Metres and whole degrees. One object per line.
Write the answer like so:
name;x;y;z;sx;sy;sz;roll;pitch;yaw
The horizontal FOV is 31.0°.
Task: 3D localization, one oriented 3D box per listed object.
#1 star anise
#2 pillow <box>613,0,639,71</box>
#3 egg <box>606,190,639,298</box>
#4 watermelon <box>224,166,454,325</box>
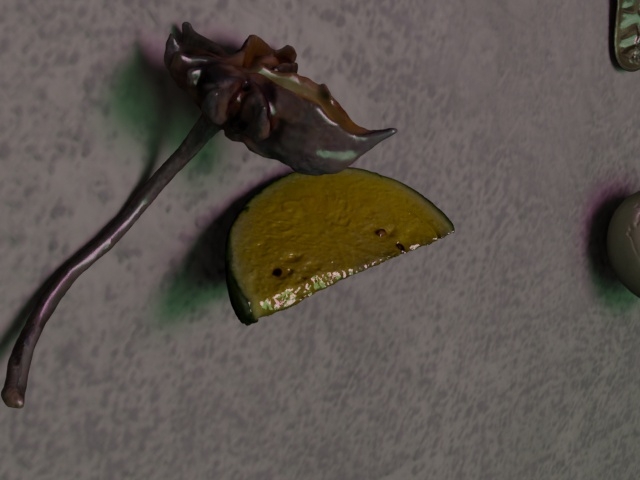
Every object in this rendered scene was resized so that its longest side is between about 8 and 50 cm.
star anise;-0.082;-0.013;0.708;0.227;0.148;0.218;-55;177;19
pillow;0.361;-0.243;1.124;0.217;0.033;0.130;-18;117;-31
egg;0.341;0.006;1.133;0.152;0.114;0.114;40;73;-48
watermelon;-0.004;-0.010;0.791;0.181;0.092;0.075;-21;103;-32
